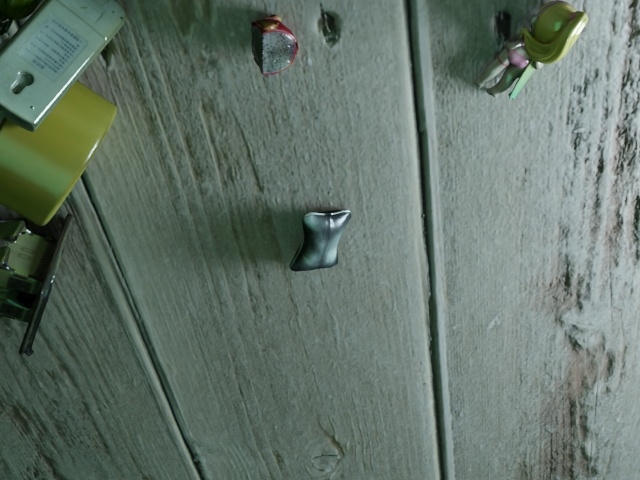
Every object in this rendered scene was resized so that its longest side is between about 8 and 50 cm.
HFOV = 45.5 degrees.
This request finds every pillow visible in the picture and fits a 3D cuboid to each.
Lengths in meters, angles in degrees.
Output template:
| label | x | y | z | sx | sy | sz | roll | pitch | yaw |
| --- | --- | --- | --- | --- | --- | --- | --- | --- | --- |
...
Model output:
| label | x | y | z | sx | sy | sz | roll | pitch | yaw |
| --- | --- | --- | --- | --- | --- | --- | --- | --- | --- |
| pillow | 0.001 | 0.002 | 1.314 | 0.091 | 0.055 | 0.135 | 13 | 131 | -8 |

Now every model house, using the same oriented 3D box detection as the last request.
| label | x | y | z | sx | sy | sz | roll | pitch | yaw |
| --- | --- | --- | --- | --- | --- | --- | --- | --- | --- |
| model house | -0.590 | 0.038 | 1.294 | 0.279 | 0.205 | 0.218 | 18 | 128 | -17 |

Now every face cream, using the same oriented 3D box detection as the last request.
| label | x | y | z | sx | sy | sz | roll | pitch | yaw |
| --- | --- | --- | --- | --- | --- | --- | --- | --- | --- |
| face cream | -0.433 | -0.156 | 1.124 | 0.179 | 0.218 | 0.218 | 33 | 125 | -21 |

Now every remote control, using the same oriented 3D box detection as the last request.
| label | x | y | z | sx | sy | sz | roll | pitch | yaw |
| --- | --- | --- | --- | --- | --- | --- | --- | --- | --- |
| remote control | -0.363 | -0.259 | 1.037 | 0.098 | 0.233 | 0.038 | 37 | 154 | -16 |

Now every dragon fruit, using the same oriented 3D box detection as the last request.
| label | x | y | z | sx | sy | sz | roll | pitch | yaw |
| --- | --- | --- | --- | --- | --- | --- | --- | --- | --- |
| dragon fruit | -0.065 | -0.284 | 1.090 | 0.060 | 0.056 | 0.083 | -13 | 137 | -12 |

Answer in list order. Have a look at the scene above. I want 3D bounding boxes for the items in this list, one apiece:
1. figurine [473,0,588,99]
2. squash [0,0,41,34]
| label | x | y | z | sx | sy | sz | roll | pitch | yaw |
| --- | --- | --- | --- | --- | --- | --- | --- | --- | --- |
| figurine | 0.294 | -0.261 | 1.064 | 0.083 | 0.083 | 0.187 | 33 | 135 | -20 |
| squash | -0.352 | -0.398 | 1.009 | 0.318 | 0.071 | 0.080 | -37 | 99 | 23 |
